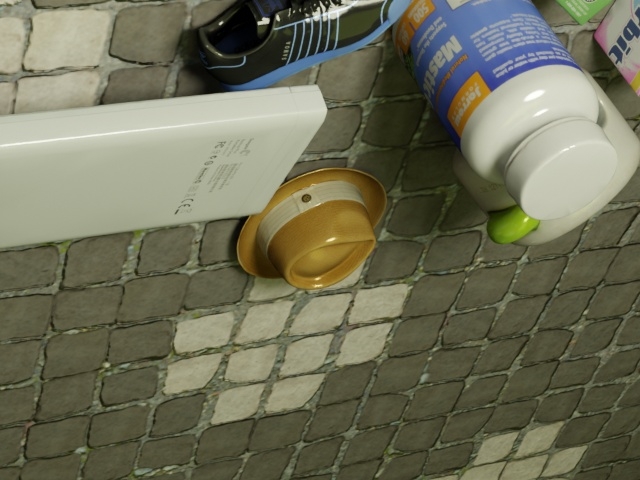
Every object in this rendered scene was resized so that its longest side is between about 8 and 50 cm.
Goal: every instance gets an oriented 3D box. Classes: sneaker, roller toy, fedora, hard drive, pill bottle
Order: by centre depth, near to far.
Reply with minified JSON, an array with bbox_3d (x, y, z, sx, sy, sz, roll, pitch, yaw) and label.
[{"bbox_3d":[-0.015,-0.227,1.708,0.232,0.081,0.090,-30,152,4],"label":"sneaker"},{"bbox_3d":[-0.194,-0.073,1.762,0.353,0.047,0.233,-9,157,-26],"label":"hard drive"},{"bbox_3d":[0.195,-0.154,1.774,0.152,0.272,0.152,-18,143,-14],"label":"pill bottle"},{"bbox_3d":[0.253,-0.102,1.938,0.191,0.209,0.146,-36,103,17],"label":"roller toy"},{"bbox_3d":[0.000,0.000,2.001,0.194,0.079,0.194,-19,143,-15],"label":"fedora"}]

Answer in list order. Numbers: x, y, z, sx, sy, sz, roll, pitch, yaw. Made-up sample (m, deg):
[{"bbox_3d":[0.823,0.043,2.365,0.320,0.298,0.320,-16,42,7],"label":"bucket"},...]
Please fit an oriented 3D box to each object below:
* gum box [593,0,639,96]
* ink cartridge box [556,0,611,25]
[{"bbox_3d":[0.400,-0.266,1.916,0.062,0.107,0.188,0,136,-34],"label":"gum box"},{"bbox_3d":[0.302,-0.350,1.757,0.219,0.092,0.160,-39,144,14],"label":"ink cartridge box"}]
